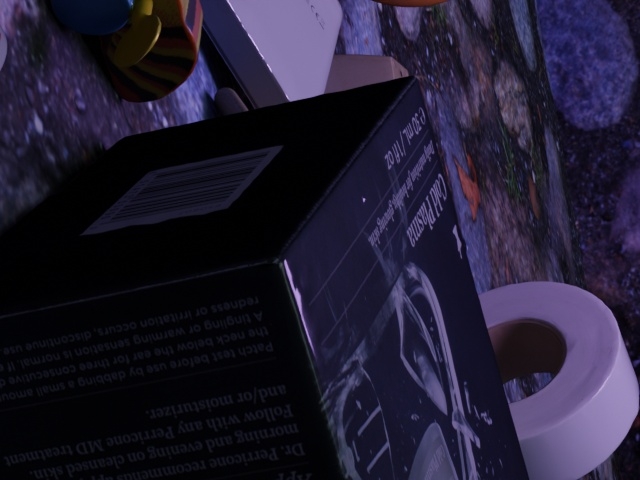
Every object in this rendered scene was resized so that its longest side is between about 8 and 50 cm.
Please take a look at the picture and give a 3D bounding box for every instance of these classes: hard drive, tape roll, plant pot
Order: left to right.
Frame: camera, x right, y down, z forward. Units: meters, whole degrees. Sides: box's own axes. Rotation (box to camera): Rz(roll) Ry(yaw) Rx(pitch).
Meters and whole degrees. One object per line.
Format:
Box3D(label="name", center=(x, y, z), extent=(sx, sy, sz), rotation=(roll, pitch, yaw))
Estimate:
Box3D(label="hard drive", center=(-0.052, -0.253, 2.124), extent=(0.203, 0.040, 0.307), rotation=(57, 23, -25))
Box3D(label="plant pot", center=(0.057, -0.171, 2.372), extent=(0.109, 0.096, 0.109), rotation=(26, 53, -67))
Box3D(label="tape roll", center=(0.242, 0.181, 2.400), extent=(0.286, 0.286, 0.100), rotation=(-82, 154, -48))

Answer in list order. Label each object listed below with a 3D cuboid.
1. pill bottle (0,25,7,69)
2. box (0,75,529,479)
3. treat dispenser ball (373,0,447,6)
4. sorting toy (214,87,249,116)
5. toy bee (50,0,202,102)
Box3D(label="pill bottle", center=(-0.293, -0.174, 1.268), extent=(0.108, 0.108, 0.193), rotation=(-85, 156, -44))
Box3D(label="box", center=(-0.038, 0.174, 1.520), extent=(0.480, 0.297, 0.471), rotation=(-55, 132, -66))
Box3D(label="treat dispenser ball", center=(0.113, -0.431, 2.408), extent=(0.288, 0.288, 0.288), rotation=(-13, 90, -73))
Box3D(label="sorting toy", center=(0.000, 0.000, 1.991), extent=(0.307, 0.041, 0.229), rotation=(55, 2, 33))
Box3D(label="toy bee", center=(-0.155, -0.236, 1.655), extent=(0.298, 0.162, 0.195), rotation=(41, 42, -62))
